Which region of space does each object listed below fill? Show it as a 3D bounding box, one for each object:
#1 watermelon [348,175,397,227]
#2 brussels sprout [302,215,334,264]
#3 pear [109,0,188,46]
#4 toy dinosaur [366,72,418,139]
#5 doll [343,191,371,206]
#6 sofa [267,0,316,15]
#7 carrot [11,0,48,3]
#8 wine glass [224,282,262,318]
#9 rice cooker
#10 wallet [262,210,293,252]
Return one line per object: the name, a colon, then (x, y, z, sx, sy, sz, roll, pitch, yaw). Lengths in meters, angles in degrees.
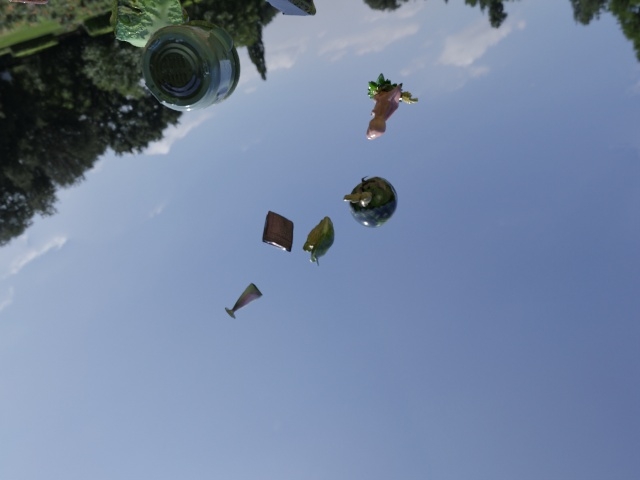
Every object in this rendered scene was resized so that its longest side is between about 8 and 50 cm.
watermelon: (0.266, -0.194, 2.350, 0.269, 0.269, 0.269, -14, -152, 8)
brussels sprout: (0.003, 0.000, 1.826, 0.181, 0.100, 0.139, -56, -168, -7)
pear: (-0.647, -0.892, 1.790, 0.282, 0.286, 0.176, 0, -135, -27)
toy dinosaur: (0.209, -0.458, 1.587, 0.194, 0.152, 0.177, -37, -146, 36)
doll: (0.129, -0.152, 1.626, 0.093, 0.051, 0.061, 18, -149, 6)
sofa: (-0.138, -1.047, 1.912, 0.200, 0.182, 0.258, 22, -167, 35)
carrot: (-1.003, -0.831, 1.608, 0.036, 0.035, 0.165, -6, -158, 23)
wine glass: (-0.316, 0.252, 1.941, 0.155, 0.073, 0.073, -44, -150, -2)
rice cooker: (-0.404, -0.548, 1.486, 0.317, 0.264, 0.316, -40, -165, 13)
wallet: (-0.148, -0.034, 1.682, 0.111, 0.030, 0.166, 20, -142, -16)
